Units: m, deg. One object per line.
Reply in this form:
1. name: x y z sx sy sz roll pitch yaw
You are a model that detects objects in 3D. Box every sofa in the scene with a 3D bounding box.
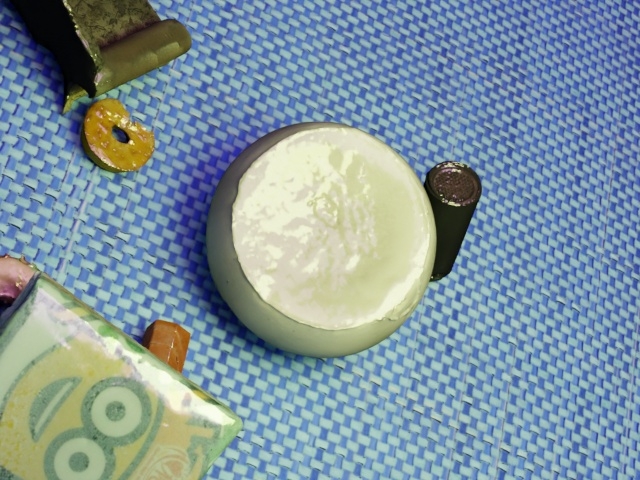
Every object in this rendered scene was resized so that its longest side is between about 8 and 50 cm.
1. sofa: -0.311 -0.330 1.895 0.200 0.182 0.258 -31 87 -37

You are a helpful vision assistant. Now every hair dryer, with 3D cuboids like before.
1. hair dryer: 0.101 -0.057 2.047 0.251 0.197 0.089 22 54 4

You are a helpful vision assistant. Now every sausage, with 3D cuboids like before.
1. sausage: -0.217 0.189 1.795 0.065 0.065 0.169 25 59 -19

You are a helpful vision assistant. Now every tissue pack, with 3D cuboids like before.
1. tissue pack: -0.282 0.217 1.662 0.311 0.128 0.228 37 85 -12

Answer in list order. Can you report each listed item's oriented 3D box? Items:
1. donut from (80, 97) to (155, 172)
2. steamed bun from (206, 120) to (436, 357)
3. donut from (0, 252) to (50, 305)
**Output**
1. donut: -0.285 -0.138 1.911 0.108 0.043 0.097 48 53 -6
2. steamed bun: 0.000 0.000 1.900 0.324 0.206 0.324 1 79 -7
3. donut: -0.394 0.072 1.740 0.166 0.065 0.117 23 61 -23
